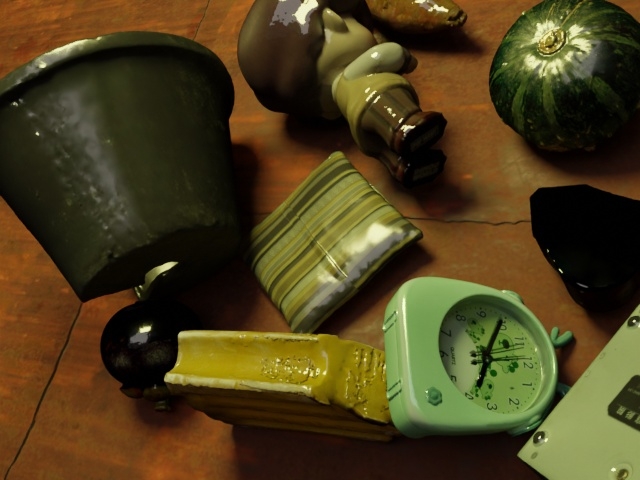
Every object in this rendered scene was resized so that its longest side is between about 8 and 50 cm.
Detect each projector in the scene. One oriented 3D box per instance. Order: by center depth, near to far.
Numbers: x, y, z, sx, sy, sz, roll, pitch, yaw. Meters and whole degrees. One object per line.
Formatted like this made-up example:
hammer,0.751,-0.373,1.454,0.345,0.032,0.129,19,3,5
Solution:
projector,0.299,0.166,0.554,0.198,0.108,0.250,-49,13,-5

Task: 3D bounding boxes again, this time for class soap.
soap,-0.022,0.163,0.762,0.257,0.160,0.080,-2,60,25

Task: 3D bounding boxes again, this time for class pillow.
pillow,0.000,0.000,0.910,0.208,0.052,0.212,-41,49,2

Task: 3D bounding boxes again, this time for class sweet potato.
sweet potato,0.101,-0.392,1.046,0.336,0.131,0.131,33,80,37

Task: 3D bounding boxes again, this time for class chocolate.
chocolate,0.297,0.006,0.744,0.125,0.080,0.149,-24,46,-1

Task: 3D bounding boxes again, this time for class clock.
clock,0.171,0.127,0.705,0.210,0.066,0.159,9,59,-12

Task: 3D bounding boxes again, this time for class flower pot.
flower pot,-0.245,-0.070,0.926,0.379,0.379,0.251,-29,71,9

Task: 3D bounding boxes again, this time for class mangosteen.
mangosteen,-0.215,0.152,0.899,0.137,0.137,0.152,-10,93,22

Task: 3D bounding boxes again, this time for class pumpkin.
pumpkin,0.295,-0.198,0.817,0.190,0.146,0.190,-33,43,37

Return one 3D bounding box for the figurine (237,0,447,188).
figurine,0.045,-0.238,0.936,0.365,0.218,0.206,35,80,31
